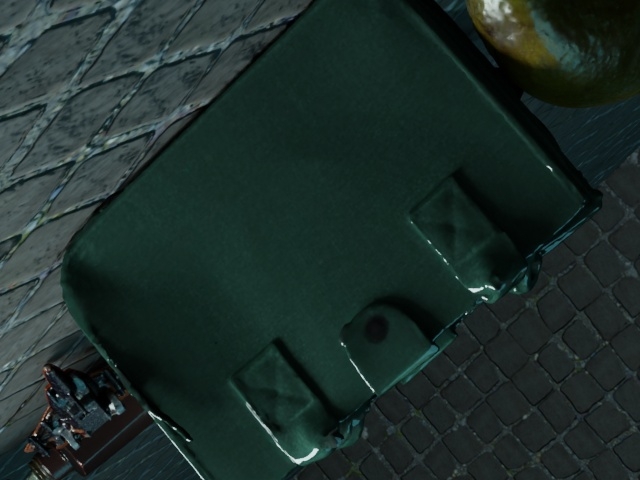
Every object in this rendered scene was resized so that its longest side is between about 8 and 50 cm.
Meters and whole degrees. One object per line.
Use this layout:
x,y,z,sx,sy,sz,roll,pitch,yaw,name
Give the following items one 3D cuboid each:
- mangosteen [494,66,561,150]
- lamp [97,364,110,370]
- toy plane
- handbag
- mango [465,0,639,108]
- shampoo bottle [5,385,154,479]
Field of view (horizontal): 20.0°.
0.117,-0.048,1.576,0.210,0.210,0.210,-39,171,-8,mangosteen
-0.143,0.076,1.678,0.198,0.056,0.050,-29,173,1,lamp
-0.211,0.137,1.564,0.130,0.061,0.189,-38,171,-7,toy plane
-0.001,-0.001,1.225,0.326,0.238,0.089,-42,166,11,handbag
0.190,-0.189,1.258,0.146,0.192,0.316,-3,-167,29,mango
-0.207,0.170,1.720,0.236,0.067,0.068,-40,173,-16,shampoo bottle
